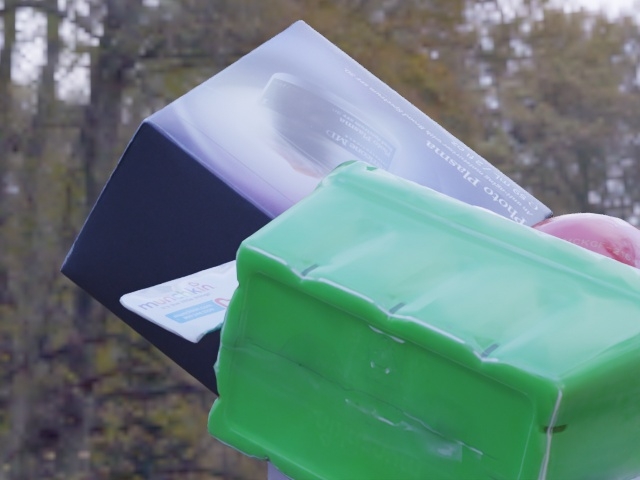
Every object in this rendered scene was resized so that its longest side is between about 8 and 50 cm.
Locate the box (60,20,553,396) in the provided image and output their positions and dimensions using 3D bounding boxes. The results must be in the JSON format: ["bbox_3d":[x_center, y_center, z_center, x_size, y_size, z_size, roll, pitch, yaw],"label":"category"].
[{"bbox_3d":[0.000,0.000,1.324,0.183,0.296,0.294,-56,-6,33],"label":"box"}]

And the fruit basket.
[{"bbox_3d":[0.123,0.066,0.850,0.327,0.165,0.353,23,16,32],"label":"fruit basket"}]
